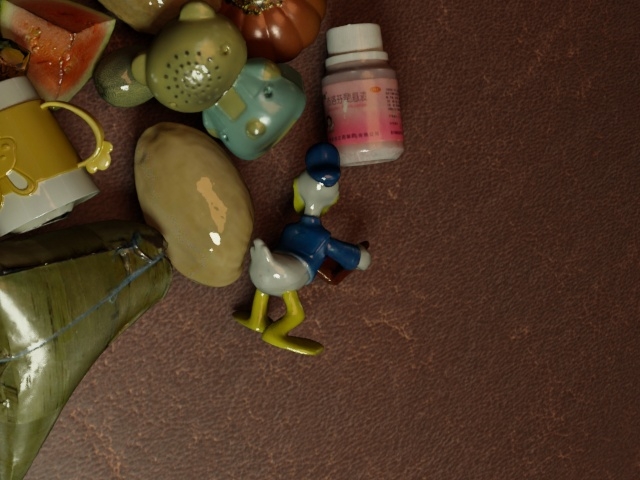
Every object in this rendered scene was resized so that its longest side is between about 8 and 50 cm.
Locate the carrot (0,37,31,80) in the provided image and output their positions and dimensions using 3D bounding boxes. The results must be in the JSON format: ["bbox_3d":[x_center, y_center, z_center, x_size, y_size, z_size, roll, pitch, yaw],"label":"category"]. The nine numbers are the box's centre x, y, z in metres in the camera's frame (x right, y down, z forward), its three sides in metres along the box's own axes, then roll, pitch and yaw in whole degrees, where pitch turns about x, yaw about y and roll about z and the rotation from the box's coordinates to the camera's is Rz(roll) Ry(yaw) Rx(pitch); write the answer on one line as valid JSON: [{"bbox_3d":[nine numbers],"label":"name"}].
[{"bbox_3d":[-0.565,-0.298,1.821,0.228,0.069,0.069,13,80,-12],"label":"carrot"}]

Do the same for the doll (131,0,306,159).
[{"bbox_3d":[-0.163,-0.258,1.911,0.260,0.177,0.161,39,25,-25],"label":"doll"}]

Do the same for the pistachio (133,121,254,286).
[{"bbox_3d":[-0.208,-0.062,1.966,0.181,0.162,0.293,-28,98,-12],"label":"pistachio"}]

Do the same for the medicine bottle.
[{"bbox_3d":[0.073,-0.263,2.146,0.147,0.147,0.247,-7,90,-29],"label":"medicine bottle"}]

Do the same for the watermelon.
[{"bbox_3d":[-0.429,-0.302,1.906,0.193,0.137,0.145,5,119,-28],"label":"watermelon"}]

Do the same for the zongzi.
[{"bbox_3d":[-0.380,0.169,1.855,0.356,0.174,0.393,-17,104,-38],"label":"zongzi"}]

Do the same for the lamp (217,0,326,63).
[{"bbox_3d":[-0.100,-0.406,2.028,0.223,0.196,0.223,-2,71,5],"label":"lamp"}]

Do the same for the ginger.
[{"bbox_3d":[-0.293,-0.423,1.943,0.267,0.138,0.152,17,89,-9],"label":"ginger"}]

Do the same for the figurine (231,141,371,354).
[{"bbox_3d":[0.000,0.000,2.031,0.283,0.204,0.338,-3,108,-52],"label":"figurine"}]

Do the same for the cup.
[{"bbox_3d":[-0.443,-0.136,1.817,0.241,0.185,0.226,-27,93,11],"label":"cup"}]

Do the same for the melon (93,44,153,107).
[{"bbox_3d":[-0.313,-0.273,1.959,0.130,0.098,0.098,-26,99,-30],"label":"melon"}]
